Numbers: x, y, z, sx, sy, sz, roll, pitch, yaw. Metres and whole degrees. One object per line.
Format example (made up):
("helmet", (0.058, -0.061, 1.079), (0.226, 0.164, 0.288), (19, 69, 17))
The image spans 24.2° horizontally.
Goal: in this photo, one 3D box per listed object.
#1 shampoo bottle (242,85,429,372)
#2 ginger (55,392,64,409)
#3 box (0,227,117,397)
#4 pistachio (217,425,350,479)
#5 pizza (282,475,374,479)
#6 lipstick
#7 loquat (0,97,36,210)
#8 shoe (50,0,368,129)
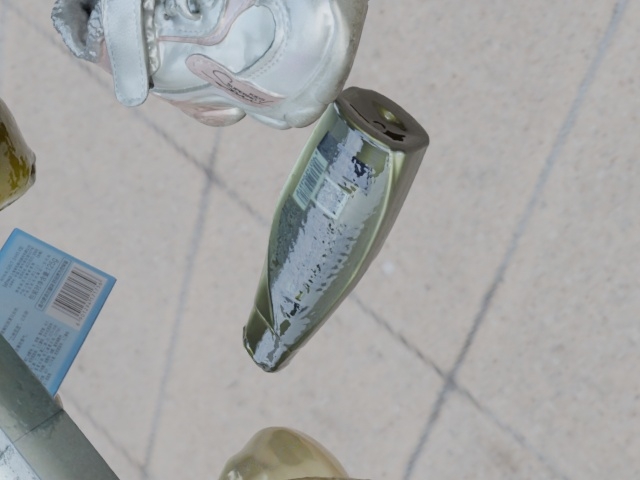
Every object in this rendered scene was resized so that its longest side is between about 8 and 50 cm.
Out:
("shampoo bottle", (0.000, 0.000, 1.623), (0.125, 0.084, 0.350), (39, 128, 19))
("ginger", (-0.347, 0.307, 1.814), (0.148, 0.081, 0.333), (129, 148, -52))
("box", (-0.359, 0.112, 1.790), (0.143, 0.232, 0.083), (28, 138, -6))
("pistachio", (-0.015, 0.356, 1.696), (0.187, 0.187, 0.299), (-34, 81, 54))
("pizza", (-0.037, 0.276, 1.289), (0.134, 0.271, 0.056), (48, 145, 19))
("lipstick", (-0.224, 0.224, 1.325), (0.317, 0.068, 0.066), (50, 137, 7))
("loquat", (-0.350, -0.086, 1.366), (0.152, 0.195, 0.152), (-47, 36, 49))
("shoe", (-0.101, -0.195, 1.303), (0.351, 0.198, 0.171), (-12, 63, 58))
